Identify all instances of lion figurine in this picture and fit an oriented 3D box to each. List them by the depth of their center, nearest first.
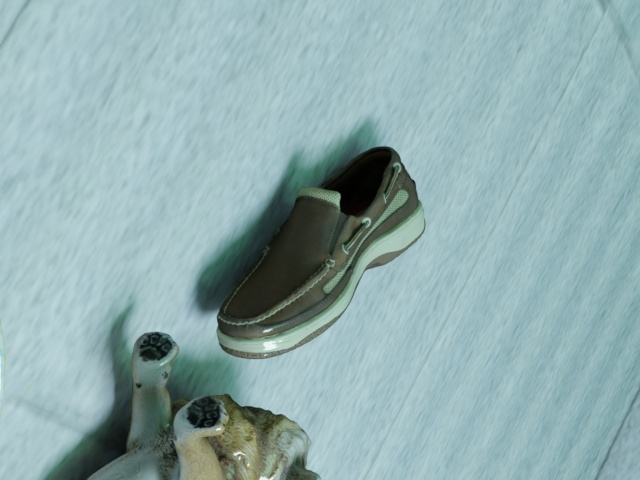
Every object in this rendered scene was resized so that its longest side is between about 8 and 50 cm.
[{"bbox_3d":[-0.160,0.227,1.091,0.392,0.142,0.240,-31,145,-26],"label":"lion figurine"}]

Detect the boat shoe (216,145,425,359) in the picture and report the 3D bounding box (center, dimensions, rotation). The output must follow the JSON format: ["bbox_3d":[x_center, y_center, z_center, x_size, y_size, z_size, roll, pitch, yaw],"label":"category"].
[{"bbox_3d":[-0.007,-0.001,1.211,0.257,0.095,0.095,-43,130,-46],"label":"boat shoe"}]

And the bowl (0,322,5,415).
[{"bbox_3d":[-0.308,0.087,0.684,0.289,0.156,0.289,-39,142,-40],"label":"bowl"}]
